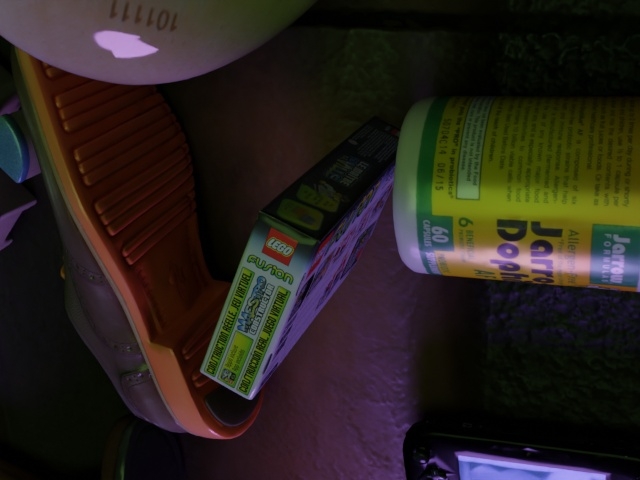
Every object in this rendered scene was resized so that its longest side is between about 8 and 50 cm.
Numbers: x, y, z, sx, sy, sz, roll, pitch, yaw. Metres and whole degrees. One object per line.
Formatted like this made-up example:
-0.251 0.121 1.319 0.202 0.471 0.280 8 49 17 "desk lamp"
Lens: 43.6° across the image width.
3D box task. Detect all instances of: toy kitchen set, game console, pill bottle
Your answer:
-0.338 -0.090 0.656 0.207 0.122 0.166 43 120 0 "toy kitchen set"
0.241 0.209 0.603 0.361 0.044 0.213 3 113 21 "game console"
0.158 -0.029 0.489 0.208 0.117 0.117 4 113 19 "pill bottle"

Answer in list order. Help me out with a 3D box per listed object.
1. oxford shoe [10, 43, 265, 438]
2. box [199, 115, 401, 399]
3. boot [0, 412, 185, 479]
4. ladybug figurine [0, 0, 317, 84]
-0.169 0.000 0.630 0.133 0.130 0.363 -8 108 33 "oxford shoe"
0.000 0.000 0.513 0.036 0.207 0.114 28 118 9 "box"
-0.276 0.248 0.819 0.280 0.096 0.264 17 125 22 "boot"
-0.074 -0.305 0.400 0.305 0.162 0.449 6 122 -29 "ladybug figurine"
